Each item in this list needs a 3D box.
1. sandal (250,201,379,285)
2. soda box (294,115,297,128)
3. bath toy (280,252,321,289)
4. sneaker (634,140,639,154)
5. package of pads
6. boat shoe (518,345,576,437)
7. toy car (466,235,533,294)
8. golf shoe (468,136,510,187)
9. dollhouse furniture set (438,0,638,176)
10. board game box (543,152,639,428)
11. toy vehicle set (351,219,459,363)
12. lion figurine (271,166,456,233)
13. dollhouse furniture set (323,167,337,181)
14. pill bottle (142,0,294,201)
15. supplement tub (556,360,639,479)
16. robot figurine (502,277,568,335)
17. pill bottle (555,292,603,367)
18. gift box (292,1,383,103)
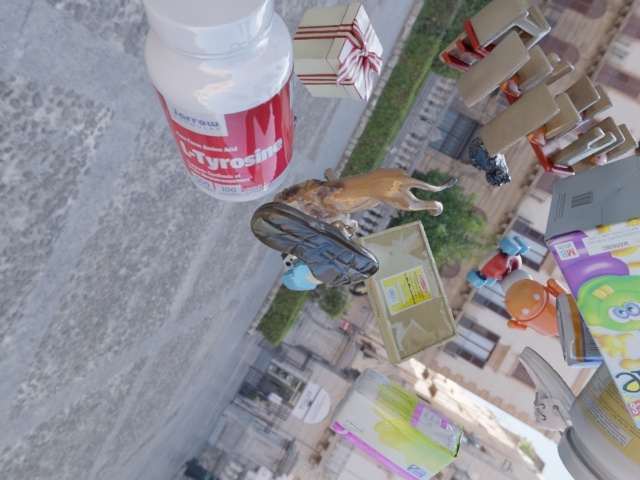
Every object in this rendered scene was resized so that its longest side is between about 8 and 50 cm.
[{"bbox_3d":[0.000,0.000,0.584,0.090,0.219,0.060,-26,-131,35],"label":"sandal"},{"bbox_3d":[-0.132,-0.319,1.092,0.053,0.169,0.060,-36,166,-26],"label":"soda box"},{"bbox_3d":[-0.043,-0.028,1.335,0.129,0.151,0.348,76,9,-48],"label":"bath toy"},{"bbox_3d":[0.665,-0.200,0.803,0.188,0.071,0.066,-8,-140,41],"label":"sneaker"},{"bbox_3d":[0.189,0.485,1.176,0.101,0.296,0.229,-48,166,-48],"label":"package of pads"},{"bbox_3d":[0.484,0.355,0.930,0.096,0.277,0.098,-34,161,9],"label":"boat shoe"},{"bbox_3d":[0.724,0.140,1.702,0.210,0.238,0.219,-1,136,-48],"label":"toy car"},{"bbox_3d":[0.488,-0.243,1.325,0.077,0.198,0.094,-16,-134,35],"label":"golf shoe"},{"bbox_3d":[0.285,-0.204,0.645,0.262,0.259,0.135,1,154,-39],"label":"dollhouse furniture set"},{"bbox_3d":[0.378,0.056,0.498,0.142,0.275,0.144,-20,-159,40],"label":"board game box"},{"bbox_3d":[0.180,0.103,0.956,0.166,0.267,0.035,-14,174,-27],"label":"toy vehicle set"},{"bbox_3d":[0.090,-0.099,1.015,0.392,0.142,0.240,-21,160,23],"label":"lion figurine"},{"bbox_3d":[0.011,-0.118,1.460,0.123,0.144,0.151,-21,152,-5],"label":"dollhouse furniture set"},{"bbox_3d":[-0.159,-0.256,0.778,0.229,0.229,0.408,-58,170,-22],"label":"pill bottle"},{"bbox_3d":[0.556,0.266,0.703,0.331,0.241,0.241,-64,173,17],"label":"supplement tub"},{"bbox_3d":[0.621,0.194,1.305,0.158,0.219,0.128,-33,-149,51],"label":"robot figurine"},{"bbox_3d":[0.625,0.172,0.894,0.152,0.272,0.152,-7,90,-69],"label":"pill bottle"},{"bbox_3d":[0.064,-0.629,1.587,0.255,0.258,0.276,29,76,-57],"label":"gift box"}]
